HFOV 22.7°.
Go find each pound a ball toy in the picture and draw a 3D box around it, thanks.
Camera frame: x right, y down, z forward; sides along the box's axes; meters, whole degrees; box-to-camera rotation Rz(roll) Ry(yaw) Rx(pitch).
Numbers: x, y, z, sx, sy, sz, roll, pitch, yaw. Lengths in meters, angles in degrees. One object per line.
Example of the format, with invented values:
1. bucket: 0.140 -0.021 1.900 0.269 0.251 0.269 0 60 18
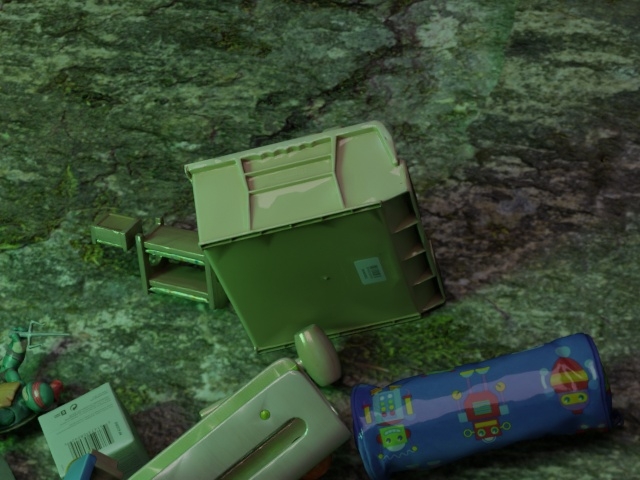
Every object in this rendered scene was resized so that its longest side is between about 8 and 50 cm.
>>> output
1. pound a ball toy: -0.083 0.253 1.884 0.319 0.208 0.136 -38 96 -3

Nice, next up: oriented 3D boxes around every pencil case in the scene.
1. pencil case: 0.189 0.193 1.845 0.306 0.133 0.119 -14 89 7

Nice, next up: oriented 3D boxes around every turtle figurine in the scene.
1. turtle figurine: -0.422 0.199 2.020 0.234 0.118 0.175 -18 17 20

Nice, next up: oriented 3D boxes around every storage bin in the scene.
1. storage bin: 0.000 0.000 1.950 0.260 0.262 0.123 -13 53 7

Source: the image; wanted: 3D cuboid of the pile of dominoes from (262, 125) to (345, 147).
1. pile of dominoes: -0.037 -0.056 2.008 0.196 0.251 0.040 -14 54 7

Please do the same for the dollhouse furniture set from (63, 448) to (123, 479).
1. dollhouse furniture set: -0.209 0.423 1.734 0.198 0.286 0.303 -34 34 48

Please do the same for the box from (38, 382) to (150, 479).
1. box: -0.275 0.251 1.959 0.101 0.087 0.102 -27 51 -4

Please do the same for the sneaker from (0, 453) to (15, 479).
1. sneaker: -0.417 0.344 1.947 0.094 0.080 0.212 -29 52 10

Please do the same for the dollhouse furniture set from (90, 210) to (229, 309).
1. dollhouse furniture set: -0.183 0.002 2.135 0.182 0.101 0.161 12 35 24
